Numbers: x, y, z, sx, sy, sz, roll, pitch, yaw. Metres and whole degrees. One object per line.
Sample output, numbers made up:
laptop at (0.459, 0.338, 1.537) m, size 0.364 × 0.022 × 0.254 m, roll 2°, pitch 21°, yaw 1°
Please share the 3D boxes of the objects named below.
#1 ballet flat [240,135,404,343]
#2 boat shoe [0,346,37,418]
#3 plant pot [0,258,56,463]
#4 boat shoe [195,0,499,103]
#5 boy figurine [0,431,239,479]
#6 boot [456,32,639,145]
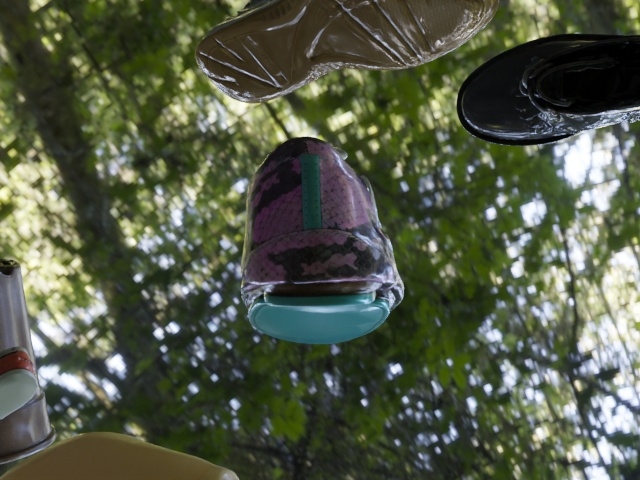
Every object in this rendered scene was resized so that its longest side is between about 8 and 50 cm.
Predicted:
ballet flat at (0.000, 0.000, 0.557) m, size 0.077 × 0.221 × 0.079 m, roll 1°, pitch -99°, yaw 1°
boat shoe at (-0.287, 0.131, 1.004) m, size 0.137 × 0.049 × 0.043 m, roll -31°, pitch -139°, yaw -2°
plant pot at (-0.327, 0.104, 1.140) m, size 0.167 × 0.167 × 0.165 m, roll 0°, pitch -83°, yaw 22°
boat shoe at (0.021, -0.186, 0.971) m, size 0.277 × 0.098 × 0.096 m, roll -8°, pitch -137°, yaw 40°
boy figurine at (-0.067, 0.134, 0.430) m, size 0.285 × 0.177 × 0.092 m, roll 28°, pitch -146°, yaw -9°
boot at (0.197, -0.123, 0.971) m, size 0.263 × 0.229 × 0.091 m, roll -8°, pitch -87°, yaw 27°
